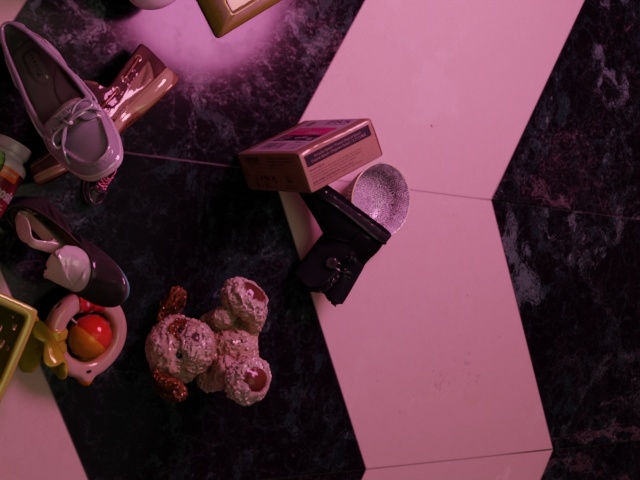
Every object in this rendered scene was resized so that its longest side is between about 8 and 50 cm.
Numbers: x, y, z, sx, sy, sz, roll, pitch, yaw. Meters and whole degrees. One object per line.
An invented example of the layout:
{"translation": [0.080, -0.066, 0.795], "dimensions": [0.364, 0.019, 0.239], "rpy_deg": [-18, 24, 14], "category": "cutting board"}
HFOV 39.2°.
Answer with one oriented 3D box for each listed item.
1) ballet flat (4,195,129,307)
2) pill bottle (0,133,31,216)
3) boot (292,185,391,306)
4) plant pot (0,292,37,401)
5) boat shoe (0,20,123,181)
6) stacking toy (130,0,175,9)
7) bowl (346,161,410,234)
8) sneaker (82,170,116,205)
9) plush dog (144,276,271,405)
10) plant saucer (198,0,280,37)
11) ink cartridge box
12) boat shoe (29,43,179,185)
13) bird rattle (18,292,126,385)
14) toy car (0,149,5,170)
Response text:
{"translation": [-0.447, 0.024, 1.538], "dimensions": [0.096, 0.280, 0.095], "rpy_deg": [-1, 125, -59], "category": "ballet flat"}
{"translation": [-0.563, -0.102, 1.542], "dimensions": [0.086, 0.086, 0.152], "rpy_deg": [35, 74, -32], "category": "pill bottle"}
{"translation": [0.000, 0.000, 1.923], "dimensions": [0.246, 0.094, 0.207], "rpy_deg": [37, 101, -5], "category": "boot"}
{"translation": [-0.626, 0.163, 1.444], "dimensions": [0.227, 0.207, 0.228], "rpy_deg": [29, 77, -33], "category": "plant pot"}
{"translation": [-0.441, -0.234, 1.504], "dimensions": [0.118, 0.103, 0.320], "rpy_deg": [-33, 70, -1], "category": "boat shoe"}
{"translation": [-0.215, -0.637, 1.648], "dimensions": [0.350, 0.350, 0.480], "rpy_deg": [37, 87, -31], "category": "stacking toy"}
{"translation": [0.114, -0.092, 2.027], "dimensions": [0.170, 0.080, 0.170], "rpy_deg": [-4, 96, -35], "category": "bowl"}
{"translation": [-0.403, -0.121, 1.673], "dimensions": [0.047, 0.057, 0.119], "rpy_deg": [22, 82, -36], "category": "sneaker"}
{"translation": [-0.233, 0.213, 1.772], "dimensions": [0.225, 0.210, 0.262], "rpy_deg": [9, 60, -22], "category": "plush dog"}
{"translation": [-0.171, -0.535, 1.812], "dimensions": [0.188, 0.045, 0.188], "rpy_deg": [-39, 115, -27], "category": "plant saucer"}
{"translation": [-0.025, -0.175, 1.826], "dimensions": [0.193, 0.234, 0.088], "rpy_deg": [-31, 111, -30], "category": "ink cartridge box"}
{"translation": [-0.411, -0.236, 1.630], "dimensions": [0.342, 0.123, 0.123], "rpy_deg": [-47, 107, -25], "category": "boat shoe"}
{"translation": [-0.445, 0.150, 1.654], "dimensions": [0.207, 0.143, 0.253], "rpy_deg": [56, 50, -37], "category": "bird rattle"}
{"translation": [-0.626, -0.172, 1.464], "dimensions": [0.225, 0.053, 0.239], "rpy_deg": [24, 79, -9], "category": "toy car"}
